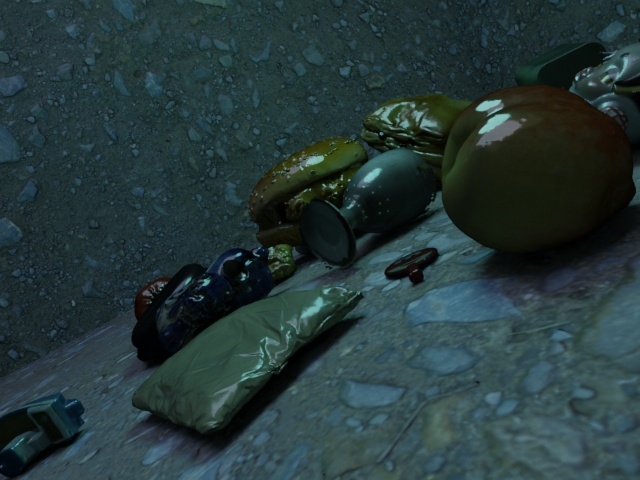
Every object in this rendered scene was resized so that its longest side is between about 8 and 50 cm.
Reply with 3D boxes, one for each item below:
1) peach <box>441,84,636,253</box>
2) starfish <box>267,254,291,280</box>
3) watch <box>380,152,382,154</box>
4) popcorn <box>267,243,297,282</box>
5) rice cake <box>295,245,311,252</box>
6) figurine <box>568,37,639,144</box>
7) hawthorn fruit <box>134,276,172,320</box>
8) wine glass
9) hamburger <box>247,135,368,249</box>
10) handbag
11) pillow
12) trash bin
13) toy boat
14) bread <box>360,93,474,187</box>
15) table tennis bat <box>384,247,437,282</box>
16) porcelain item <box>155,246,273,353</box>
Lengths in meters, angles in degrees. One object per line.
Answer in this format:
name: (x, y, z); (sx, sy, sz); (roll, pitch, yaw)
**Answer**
peach: (0.266, -0.080, 0.531); (0.232, 0.233, 0.232); (-26, 8, 4)
starfish: (-0.216, 0.149, 1.057); (0.299, 0.060, 0.302); (-11, 31, 44)
watch: (0.260, -0.215, 1.493); (0.211, 0.211, 0.193); (-31, -12, -28)
popcorn: (-0.115, 0.060, 1.175); (0.096, 0.109, 0.089); (3, -31, 8)
rice cake: (0.000, 0.000, 1.373); (0.124, 0.038, 0.211); (-29, 9, -19)
figurine: (0.495, -0.224, 0.784); (0.370, 0.167, 0.281); (-31, 19, 38)
hawthorn fruit: (-0.488, 0.197, 1.348); (0.165, 0.165, 0.285); (-29, 2, -13)
wine glass: (0.121, -0.088, 1.014); (0.357, 0.191, 0.190); (-31, 9, -36)
hamburger: (0.002, -0.145, 1.258); (0.445, 0.268, 0.287); (-27, 11, -12)
handbag: (-0.357, 0.167, 1.038); (0.254, 0.093, 0.308); (-53, 16, -17)
pillow: (-0.115, 0.153, 0.625); (0.280, 0.076, 0.274); (-35, 11, -39)
trash bin: (0.603, -0.355, 1.055); (0.158, 0.223, 0.343); (-23, 12, 27)
toy boat: (-0.500, 0.330, 0.715); (0.215, 0.088, 0.102); (-23, 12, 19)
bread: (0.352, -0.357, 1.351); (0.314, 0.370, 0.192); (-36, -30, -30)
table tennis bat: (0.150, 0.041, 0.701); (0.098, 0.019, 0.155); (-25, 5, 10)
porcelain item: (-0.194, 0.098, 0.832); (0.186, 0.138, 0.288); (-53, -7, 36)
